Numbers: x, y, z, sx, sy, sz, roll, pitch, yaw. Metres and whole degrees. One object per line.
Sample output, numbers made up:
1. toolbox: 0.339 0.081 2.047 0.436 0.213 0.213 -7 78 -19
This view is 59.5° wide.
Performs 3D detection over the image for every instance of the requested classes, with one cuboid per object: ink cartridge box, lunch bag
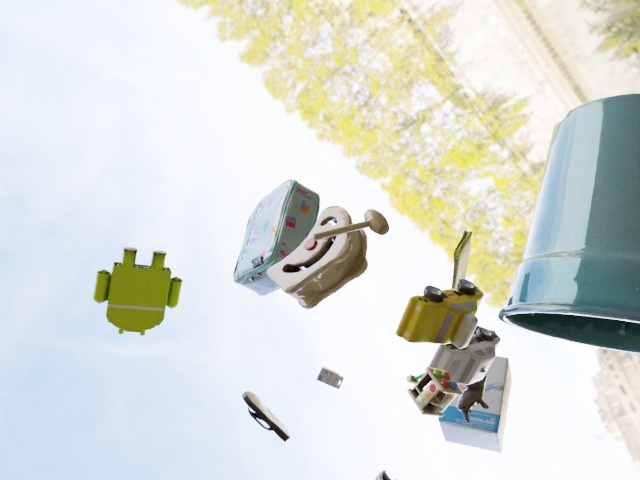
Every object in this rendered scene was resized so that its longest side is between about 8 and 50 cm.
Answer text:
1. ink cartridge box: 0.034 0.467 1.905 0.083 0.048 0.028 24 -178 1
2. ink cartridge box: 0.462 0.470 1.654 0.171 0.168 0.232 64 -141 -46
3. lunch bag: -0.119 -0.004 1.413 0.108 0.224 0.279 33 -126 -27

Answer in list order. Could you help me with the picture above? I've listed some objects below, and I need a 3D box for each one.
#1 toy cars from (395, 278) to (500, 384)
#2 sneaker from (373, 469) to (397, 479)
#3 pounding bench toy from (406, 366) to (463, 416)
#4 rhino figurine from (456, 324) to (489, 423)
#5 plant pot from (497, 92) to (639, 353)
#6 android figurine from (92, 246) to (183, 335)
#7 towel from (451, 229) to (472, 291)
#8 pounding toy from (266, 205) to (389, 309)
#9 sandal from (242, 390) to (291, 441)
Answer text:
1. toy cars: 0.266 0.191 1.047 0.087 0.176 0.393 42 173 40
2. sneaker: 0.233 0.813 1.798 0.057 0.075 0.161 10 -157 -43
3. pounding bench toy: 0.184 0.239 0.935 0.052 0.065 0.083 20 -157 -37
4. rhino figurine: 0.354 0.306 1.321 0.106 0.073 0.243 22 -117 -35
5. plant pot: 0.466 -0.016 0.849 0.341 0.341 0.334 24 -108 -47
6. android figurine: -0.537 0.156 1.653 0.248 0.272 0.056 6 -166 -23
7. towel: 0.330 0.094 1.354 0.102 0.021 0.237 -49 -33 -40
8. pounding toy: 0.000 0.000 1.121 0.155 0.269 0.154 45 -166 -39
9. sandal: -0.192 0.620 1.933 0.254 0.054 0.097 54 178 -24
